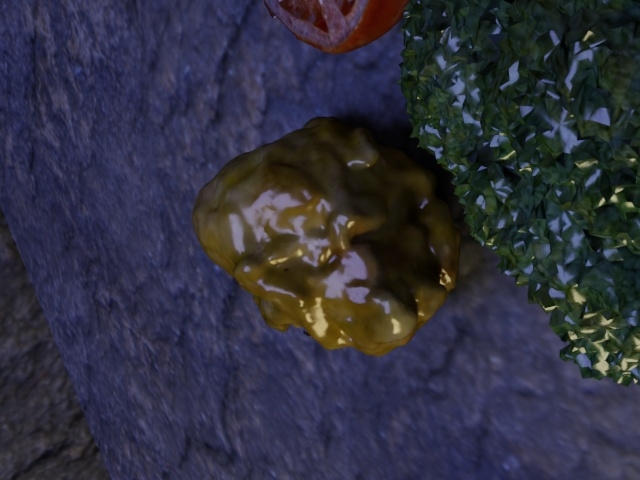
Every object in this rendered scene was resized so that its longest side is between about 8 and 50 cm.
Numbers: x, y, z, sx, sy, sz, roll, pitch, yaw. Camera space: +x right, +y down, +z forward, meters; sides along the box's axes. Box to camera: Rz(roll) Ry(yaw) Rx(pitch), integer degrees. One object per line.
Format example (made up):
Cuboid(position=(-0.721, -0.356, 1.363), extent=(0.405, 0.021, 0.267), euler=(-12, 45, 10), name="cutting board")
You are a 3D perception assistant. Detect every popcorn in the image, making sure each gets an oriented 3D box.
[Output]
Cuboid(position=(-0.002, -0.004, 0.906), extent=(0.253, 0.190, 0.191), euler=(8, 108, 60), name="popcorn")

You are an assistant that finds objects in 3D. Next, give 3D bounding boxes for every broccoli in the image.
Cuboid(position=(0.182, -0.112, 0.453), extent=(0.413, 0.321, 0.310), euler=(-33, 89, 42), name="broccoli")

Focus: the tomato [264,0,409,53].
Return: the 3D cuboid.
Cuboid(position=(0.019, -0.263, 0.801), extent=(0.237, 0.095, 0.237), euler=(42, 143, 42), name="tomato")
